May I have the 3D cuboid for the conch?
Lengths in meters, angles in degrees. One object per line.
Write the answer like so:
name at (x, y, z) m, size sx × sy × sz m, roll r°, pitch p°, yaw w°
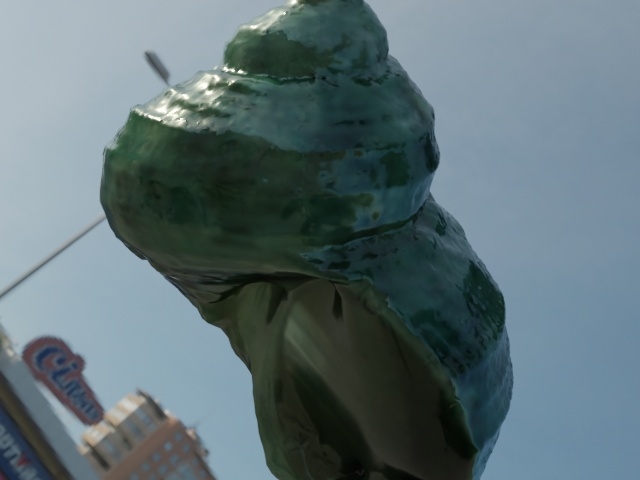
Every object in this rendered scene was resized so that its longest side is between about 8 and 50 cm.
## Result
conch at (0.001, -0.004, 0.425) m, size 0.196 × 0.134 × 0.202 m, roll 16°, pitch -44°, yaw 37°
